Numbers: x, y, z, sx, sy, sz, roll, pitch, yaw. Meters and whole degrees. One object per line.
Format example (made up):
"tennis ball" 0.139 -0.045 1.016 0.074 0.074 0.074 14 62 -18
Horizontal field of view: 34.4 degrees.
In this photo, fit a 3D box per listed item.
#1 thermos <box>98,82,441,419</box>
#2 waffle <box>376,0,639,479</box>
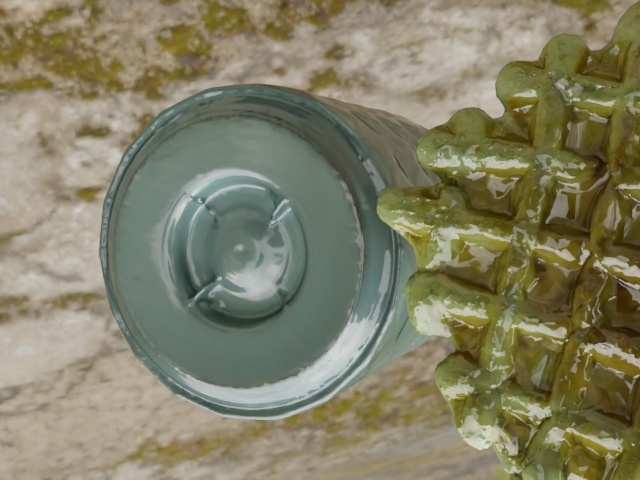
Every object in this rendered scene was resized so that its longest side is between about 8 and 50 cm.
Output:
"thermos" 0.000 0.000 0.565 0.182 0.145 0.286 -2 -178 20
"waffle" 0.112 0.011 0.351 0.169 0.183 0.036 -35 158 10
